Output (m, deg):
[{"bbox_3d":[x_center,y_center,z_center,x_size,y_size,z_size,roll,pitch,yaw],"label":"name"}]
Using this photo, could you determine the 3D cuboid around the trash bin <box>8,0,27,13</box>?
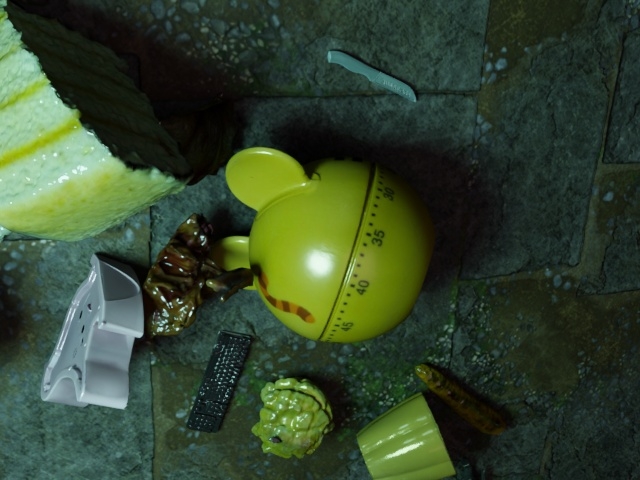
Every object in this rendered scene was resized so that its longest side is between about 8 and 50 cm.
[{"bbox_3d":[-0.534,-0.330,1.153,0.116,0.059,0.130,32,98,-27],"label":"trash bin"}]

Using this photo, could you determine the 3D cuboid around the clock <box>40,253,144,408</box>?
[{"bbox_3d":[-0.389,0.201,1.293,0.080,0.290,0.275,20,106,-28],"label":"clock"}]

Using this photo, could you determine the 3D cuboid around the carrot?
[{"bbox_3d":[0.325,0.370,1.763,0.314,0.066,0.066,39,93,-28],"label":"carrot"}]

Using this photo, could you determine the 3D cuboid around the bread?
[{"bbox_3d":[-0.388,-0.133,1.090,0.264,0.395,0.239,-45,147,13],"label":"bread"}]

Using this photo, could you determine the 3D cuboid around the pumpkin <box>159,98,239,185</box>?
[{"bbox_3d":[-0.245,-0.146,1.278,0.254,0.149,0.130,-18,103,-10],"label":"pumpkin"}]

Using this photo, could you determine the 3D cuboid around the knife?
[{"bbox_3d":[0.102,-0.313,1.433,0.210,0.015,0.028,19,96,-27],"label":"knife"}]

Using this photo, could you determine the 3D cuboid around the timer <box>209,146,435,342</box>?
[{"bbox_3d":[0.000,0.000,1.355,0.387,0.376,0.376,17,104,-1],"label":"timer"}]

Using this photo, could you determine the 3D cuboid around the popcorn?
[{"bbox_3d":[-0.060,0.368,1.566,0.174,0.142,0.173,-8,111,-21],"label":"popcorn"}]

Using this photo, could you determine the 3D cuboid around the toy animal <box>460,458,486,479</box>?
[{"bbox_3d":[0.302,0.652,1.854,0.270,0.082,0.137,-36,118,-6],"label":"toy animal"}]

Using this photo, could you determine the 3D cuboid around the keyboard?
[{"bbox_3d":[-0.209,0.294,1.548,0.072,0.023,0.231,15,104,-23],"label":"keyboard"}]

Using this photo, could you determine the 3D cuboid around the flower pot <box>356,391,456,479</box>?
[{"bbox_3d":[0.185,0.458,1.686,0.179,0.195,0.195,-23,118,3],"label":"flower pot"}]

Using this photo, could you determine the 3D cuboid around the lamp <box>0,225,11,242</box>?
[{"bbox_3d":[-0.502,-0.047,1.272,0.163,0.091,0.091,-31,119,11],"label":"lamp"}]

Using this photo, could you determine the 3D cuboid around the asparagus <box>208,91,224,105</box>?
[{"bbox_3d":[-0.222,-0.201,1.352,0.016,0.016,0.162,36,95,-2],"label":"asparagus"}]

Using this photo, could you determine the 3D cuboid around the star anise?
[{"bbox_3d":[-0.220,0.067,1.296,0.148,0.346,0.237,29,75,-20],"label":"star anise"}]
